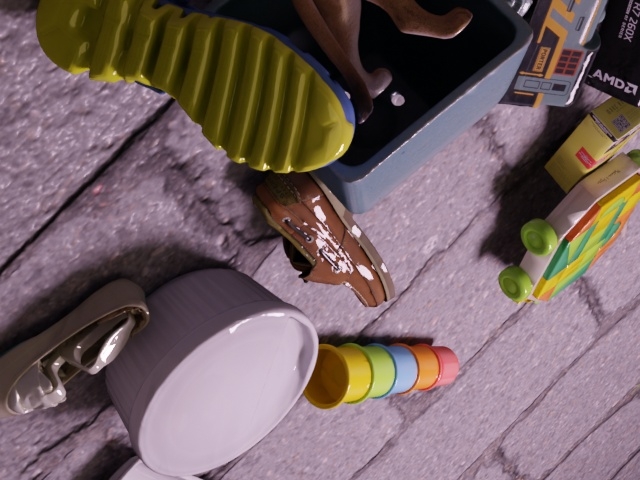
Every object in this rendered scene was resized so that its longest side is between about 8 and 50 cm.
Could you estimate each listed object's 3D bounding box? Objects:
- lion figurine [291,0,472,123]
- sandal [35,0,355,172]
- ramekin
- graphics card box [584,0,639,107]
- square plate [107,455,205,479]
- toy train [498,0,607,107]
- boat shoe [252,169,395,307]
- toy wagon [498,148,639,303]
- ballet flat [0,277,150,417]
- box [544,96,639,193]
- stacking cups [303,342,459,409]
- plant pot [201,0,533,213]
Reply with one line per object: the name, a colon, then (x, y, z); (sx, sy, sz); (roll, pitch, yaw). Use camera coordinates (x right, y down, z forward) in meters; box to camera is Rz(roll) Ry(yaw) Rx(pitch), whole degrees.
lion figurine: (0.069, -0.324, 1.269); (0.240, 0.142, 0.392); (41, 69, -17)
sandal: (-0.102, -0.170, 1.271); (0.126, 0.317, 0.138); (-64, 167, 21)
ramekin: (-0.144, 0.155, 1.694); (0.273, 0.127, 0.273); (-28, 143, -24)
graphics card box: (0.470, -0.383, 1.767); (0.233, 0.094, 0.371); (-43, 154, -42)
square plate: (-0.285, 0.456, 1.936); (0.347, 0.049, 0.344); (-48, 148, 3)
toy train: (0.253, -0.301, 1.583); (0.190, 0.142, 0.334); (5, 130, -13)
boat shoe: (0.000, 0.000, 1.718); (0.104, 0.111, 0.307); (-38, 137, -5)
toy wagon: (0.393, 0.003, 2.119); (0.267, 0.068, 0.344); (-32, 156, -31)
ballet flat: (-0.297, 0.138, 1.548); (0.248, 0.086, 0.086); (-39, 147, -9)
box: (0.401, -0.146, 1.954); (0.087, 0.058, 0.232); (-35, 172, -17)
stacking cups: (0.105, 0.193, 2.045); (0.316, 0.096, 0.096); (-1, 127, -49)
plant pot: (0.048, -0.175, 1.463); (0.248, 0.247, 0.252); (-39, 164, -10)
